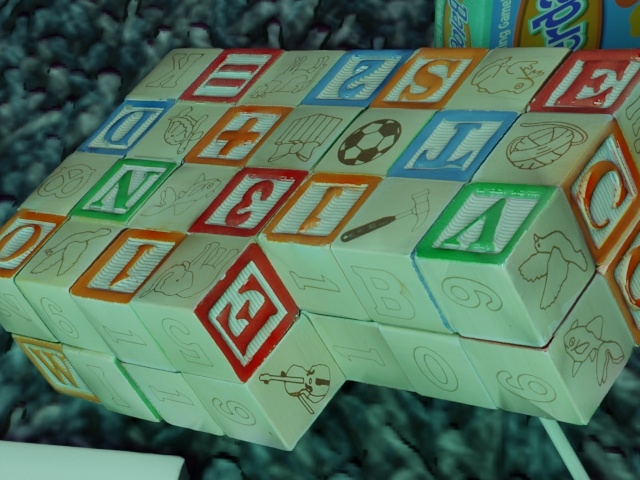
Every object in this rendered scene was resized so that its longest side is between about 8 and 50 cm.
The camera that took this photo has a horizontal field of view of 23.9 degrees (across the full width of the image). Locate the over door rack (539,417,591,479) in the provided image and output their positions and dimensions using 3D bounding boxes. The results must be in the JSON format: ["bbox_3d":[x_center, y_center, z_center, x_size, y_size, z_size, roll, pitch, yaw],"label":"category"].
[{"bbox_3d":[0.186,0.042,0.636,0.239,0.108,0.324,-35,53,17],"label":"over door rack"}]

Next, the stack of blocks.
[{"bbox_3d":[0.000,0.000,0.669,0.297,0.087,0.171,6,47,44],"label":"stack of blocks"}]

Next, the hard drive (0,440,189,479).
[{"bbox_3d":[-0.226,0.175,0.658,0.308,0.040,0.203,5,54,6],"label":"hard drive"}]

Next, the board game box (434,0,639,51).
[{"bbox_3d":[0.160,-0.138,0.801,0.210,0.160,0.047,-24,56,-14],"label":"board game box"}]
